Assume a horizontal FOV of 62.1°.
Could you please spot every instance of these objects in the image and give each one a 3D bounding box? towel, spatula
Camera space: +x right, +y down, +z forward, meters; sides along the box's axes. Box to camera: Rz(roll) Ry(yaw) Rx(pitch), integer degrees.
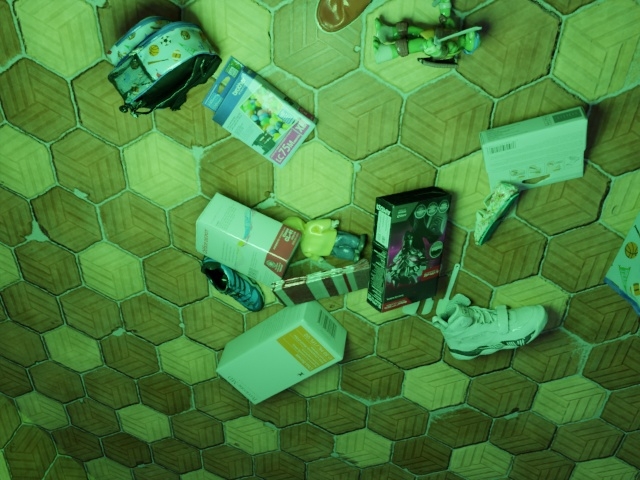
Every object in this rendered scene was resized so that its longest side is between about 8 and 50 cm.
[{"bbox_3d":[0.014,0.148,1.785,0.329,0.037,0.237,-14,157,4],"label":"towel"},{"bbox_3d":[0.387,0.171,1.856,0.168,0.019,0.242,10,123,3],"label":"spatula"}]

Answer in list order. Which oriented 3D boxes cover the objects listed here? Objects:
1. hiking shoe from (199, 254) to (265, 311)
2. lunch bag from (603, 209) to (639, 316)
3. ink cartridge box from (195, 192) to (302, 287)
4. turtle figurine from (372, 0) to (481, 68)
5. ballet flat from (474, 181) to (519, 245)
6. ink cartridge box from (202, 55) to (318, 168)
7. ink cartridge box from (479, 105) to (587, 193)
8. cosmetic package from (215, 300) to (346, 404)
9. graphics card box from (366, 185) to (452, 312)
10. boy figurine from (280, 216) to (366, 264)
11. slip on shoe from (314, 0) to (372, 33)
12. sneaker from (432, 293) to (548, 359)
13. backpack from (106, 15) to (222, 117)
[{"bbox_3d":[-0.321,0.164,1.893,0.113,0.132,0.304,-32,112,25],"label":"hiking shoe"},{"bbox_3d":[1.112,0.058,1.555,0.386,0.239,0.327,4,123,-13],"label":"lunch bag"},{"bbox_3d":[-0.236,0.007,1.720,0.306,0.131,0.226,27,149,0],"label":"ink cartridge box"},{"bbox_3d":[0.264,-0.545,1.327,0.266,0.275,0.197,-2,87,15],"label":"turtle figurine"},{"bbox_3d":[0.527,-0.088,1.637,0.077,0.091,0.241,47,139,24],"label":"ballet flat"},{"bbox_3d":[-0.186,-0.374,1.580,0.311,0.065,0.186,36,120,-12],"label":"ink cartridge box"},{"bbox_3d":[0.615,-0.248,1.537,0.275,0.060,0.239,-12,144,16],"label":"ink cartridge box"},{"bbox_3d":[-0.148,0.416,2.009,0.453,0.161,0.230,-34,111,26],"label":"cosmetic package"},{"bbox_3d":[0.271,0.029,1.654,0.233,0.094,0.370,-11,118,-28],"label":"graphics card box"},{"bbox_3d":[0.000,0.000,1.767,0.285,0.092,0.177,15,123,0],"label":"boy figurine"},{"bbox_3d":[0.109,-0.652,1.335,0.331,0.101,0.123,-35,113,27],"label":"slip on shoe"},{"bbox_3d":[0.569,0.273,1.815,0.366,0.137,0.210,-27,120,27],"label":"sneaker"},{"bbox_3d":[-0.417,-0.481,1.449,0.263,0.276,0.213,-24,102,18],"label":"backpack"}]
